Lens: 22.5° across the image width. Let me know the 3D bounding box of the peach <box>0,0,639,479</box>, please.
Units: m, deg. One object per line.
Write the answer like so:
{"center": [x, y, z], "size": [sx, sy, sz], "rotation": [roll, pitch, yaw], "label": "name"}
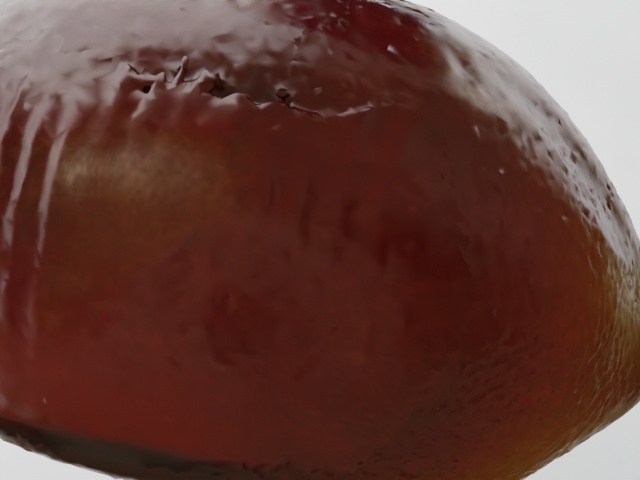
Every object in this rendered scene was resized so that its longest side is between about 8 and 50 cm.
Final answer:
{"center": [-0.003, 0.002, 0.506], "size": [0.267, 0.154, 0.158], "rotation": [19, -64, -3], "label": "peach"}
